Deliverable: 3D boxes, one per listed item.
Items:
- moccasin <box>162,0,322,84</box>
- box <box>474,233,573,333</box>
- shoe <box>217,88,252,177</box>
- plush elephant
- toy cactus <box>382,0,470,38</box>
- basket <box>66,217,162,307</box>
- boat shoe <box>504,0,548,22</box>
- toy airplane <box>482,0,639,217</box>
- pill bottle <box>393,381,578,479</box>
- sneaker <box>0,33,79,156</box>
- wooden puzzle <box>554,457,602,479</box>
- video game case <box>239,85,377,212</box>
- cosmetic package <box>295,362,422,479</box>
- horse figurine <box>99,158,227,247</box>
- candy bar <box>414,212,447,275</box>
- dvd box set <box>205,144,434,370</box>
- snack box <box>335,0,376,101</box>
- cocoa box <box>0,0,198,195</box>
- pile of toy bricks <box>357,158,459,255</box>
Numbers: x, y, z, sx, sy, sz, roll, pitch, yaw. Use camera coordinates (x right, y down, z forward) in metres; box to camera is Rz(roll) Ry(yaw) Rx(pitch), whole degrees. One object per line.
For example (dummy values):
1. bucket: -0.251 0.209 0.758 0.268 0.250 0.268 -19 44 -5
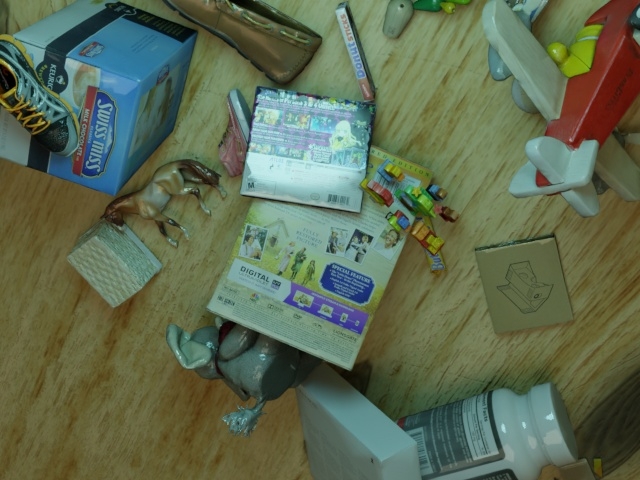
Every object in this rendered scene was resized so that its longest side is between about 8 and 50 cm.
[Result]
1. moccasin: -0.168 -0.441 1.624 0.380 0.139 0.147 37 116 -9
2. box: 0.419 0.091 1.849 0.164 0.021 0.201 -11 113 15
3. shoe: -0.171 -0.208 1.782 0.081 0.063 0.178 -13 117 11
4. plush elephant: -0.166 0.227 1.909 0.255 0.330 0.272 25 163 34
5. toy cactus: 0.160 -0.440 1.597 0.219 0.112 0.180 16 128 -8
6. basket: -0.445 0.046 1.937 0.113 0.103 0.167 -34 107 24
7. boat shoe: 0.358 -0.418 1.587 0.066 0.066 0.183 34 108 -1
8. toy airplane: 0.424 -0.229 1.535 0.384 0.272 0.386 -14 108 -29
9. pill bottle: 0.347 0.438 1.929 0.363 0.210 0.210 -21 111 19
10. sneaker: -0.467 -0.219 1.426 0.084 0.083 0.215 -29 109 21
11. wooden puzzle: 0.584 0.530 2.043 0.116 0.014 0.078 -14 109 16
12. video game case: -0.023 -0.170 1.696 0.232 0.042 0.210 8 88 0
13. cosmetic package: 0.082 0.468 1.915 0.097 0.377 0.284 -22 118 -21
14. horse figurine: -0.312 -0.088 1.869 0.174 0.066 0.263 39 119 -16
15. candy bar: 0.222 0.000 1.841 0.040 0.018 0.161 -14 112 17
16. dvd box set: 0.000 0.000 1.745 0.308 0.062 0.420 22 88 -1
17. snack box: 0.066 -0.349 1.668 0.022 0.064 0.178 -15 113 13
18. cocoa box: -0.394 -0.274 1.630 0.228 0.347 0.231 20 118 0
19. pile of toy bricks: 0.183 -0.066 1.662 0.212 0.105 0.118 43 81 -22
